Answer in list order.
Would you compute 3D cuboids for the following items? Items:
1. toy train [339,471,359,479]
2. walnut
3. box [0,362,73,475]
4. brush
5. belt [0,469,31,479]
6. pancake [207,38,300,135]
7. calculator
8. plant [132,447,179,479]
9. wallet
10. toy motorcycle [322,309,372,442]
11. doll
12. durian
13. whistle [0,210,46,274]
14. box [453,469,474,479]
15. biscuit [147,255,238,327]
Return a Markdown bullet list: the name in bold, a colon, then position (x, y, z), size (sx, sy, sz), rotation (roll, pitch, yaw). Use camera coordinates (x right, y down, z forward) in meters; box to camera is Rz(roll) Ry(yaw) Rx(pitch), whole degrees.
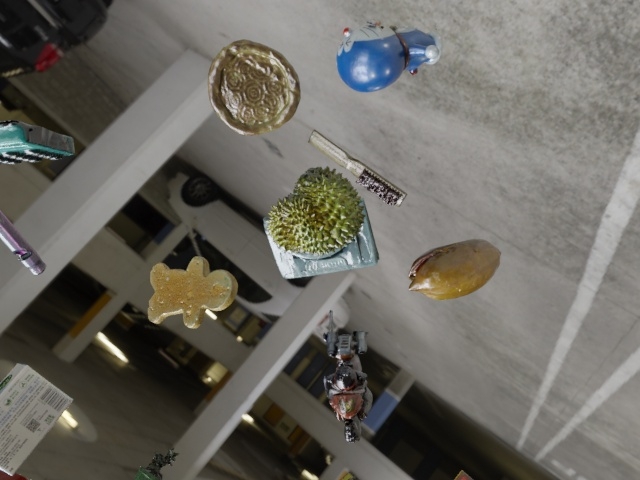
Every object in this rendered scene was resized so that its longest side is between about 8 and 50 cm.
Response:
- **toy train**: position (0.103, 0.661, 1.479), size (0.081, 0.060, 0.202), rotation (10, 130, 60)
- **walnut**: position (0.315, 0.066, 1.404), size (0.137, 0.246, 0.137), rotation (164, 90, -74)
- **box**: position (-0.669, 0.389, 1.313), size (0.073, 0.194, 0.139), rotation (-7, 131, 49)
- **brush**: position (0.071, -0.151, 1.265), size (0.248, 0.036, 0.043), rotation (38, 129, 11)
- **belt**: position (-0.755, 0.650, 1.411), size (0.324, 0.115, 0.227), rotation (-8, 119, 25)
- **pancake**: position (-0.179, -0.396, 1.580), size (0.250, 0.250, 0.031), rotation (44, -166, -16)
- **calculator**: position (-0.699, -0.203, 1.300), size (0.274, 0.249, 0.058), rotation (-104, 9, -88)
- **plant**: position (-0.305, 0.423, 1.102), size (0.051, 0.102, 0.051), rotation (29, 152, 17)
- **wallet**: position (0.000, 0.000, 1.940), size (0.075, 0.342, 0.237), rotation (-68, -35, -64)
- **toy motorcycle**: position (0.075, 0.359, 1.714), size (0.134, 0.400, 0.207), rotation (-6, 132, 9)
- **doll**: position (0.161, -0.446, 1.405), size (0.215, 0.257, 0.161), rotation (22, 133, 50)
- **durian**: position (-0.001, -0.068, 1.609), size (0.225, 0.291, 0.291), rotation (43, 168, -5)
- **whistle**: position (-0.556, -0.005, 1.077), size (0.033, 0.033, 0.176), rotation (28, 151, 45)
- **box**: position (0.334, 0.712, 1.553), size (0.074, 0.153, 0.239), rotation (39, 153, 30)
- **biscuit**: position (-0.272, 0.110, 1.261), size (0.235, 0.153, 0.030), rotation (-9, 162, 28)
